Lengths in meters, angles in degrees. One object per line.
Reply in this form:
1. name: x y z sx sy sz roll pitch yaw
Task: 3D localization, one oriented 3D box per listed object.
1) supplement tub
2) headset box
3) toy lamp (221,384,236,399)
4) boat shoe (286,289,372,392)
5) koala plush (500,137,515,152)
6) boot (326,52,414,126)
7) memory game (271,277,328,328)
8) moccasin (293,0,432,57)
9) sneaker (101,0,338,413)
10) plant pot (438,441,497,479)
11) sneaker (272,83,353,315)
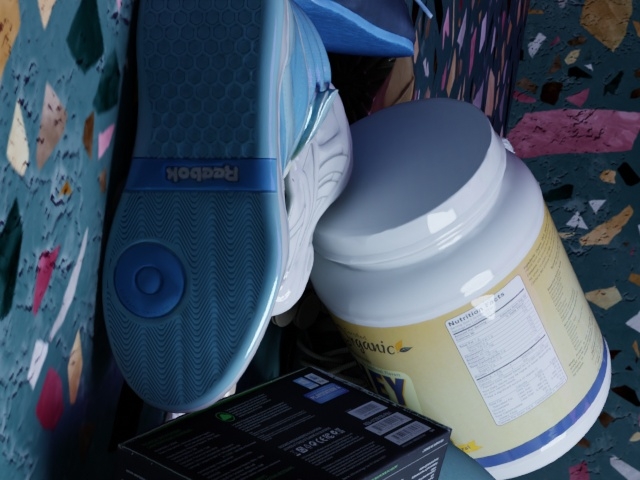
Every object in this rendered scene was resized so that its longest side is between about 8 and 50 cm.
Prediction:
1. supplement tub: 0.123 0.047 1.549 0.316 0.228 0.228 62 31 -33
2. headset box: -0.048 0.261 1.159 0.246 0.131 0.283 -17 125 -58
3. toy lamp: -0.088 0.181 1.299 0.080 0.080 0.274 19 79 -79
4. boat shoe: 0.013 0.128 1.706 0.130 0.132 0.355 72 18 -46
5. koala plush: 0.142 -0.085 2.035 0.221 0.196 0.203 -69 175 -50
6. boot: 0.050 -0.184 1.731 0.269 0.089 0.236 -49 158 -69
7. memory game: 0.000 0.000 1.600 0.186 0.012 0.186 -35 137 -41
8. moccasin: 0.022 -0.228 1.413 0.342 0.138 0.116 17 77 -80
9. sneaker: -0.058 -0.042 1.168 0.208 0.127 0.319 1 97 -78
10. plant pot: 0.004 0.253 1.416 0.195 0.290 0.290 51 40 -34
11. sneaker: -0.031 -0.057 1.393 0.115 0.090 0.232 71 28 -60
